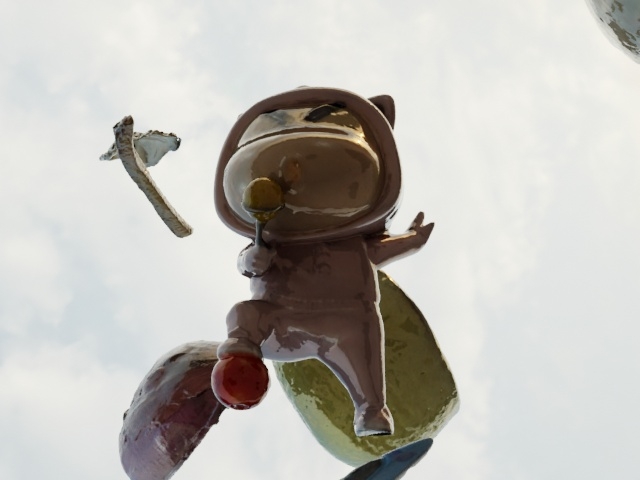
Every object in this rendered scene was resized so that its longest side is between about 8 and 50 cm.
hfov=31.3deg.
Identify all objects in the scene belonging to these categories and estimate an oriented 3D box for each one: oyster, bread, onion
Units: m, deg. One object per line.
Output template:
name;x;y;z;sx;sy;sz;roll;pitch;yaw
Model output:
oyster;-0.246;-0.124;1.554;0.121;0.146;0.045;3;-100;7
bread;0.061;0.193;1.756;0.237;0.320;0.320;-29;-93;-2
onion;-0.179;0.205;1.563;0.120;0.283;0.227;39;-149;-8

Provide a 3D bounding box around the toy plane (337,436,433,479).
toy plane;-0.010;0.232;0.872;0.246;0.169;0.078;-32;-57;-9

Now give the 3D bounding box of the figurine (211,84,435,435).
figurine;0.000;0.000;0.886;0.176;0.186;0.287;4;-112;5

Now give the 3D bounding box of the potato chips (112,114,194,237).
potato chips;-0.183;-0.063;1.233;0.204;0.037;0.026;68;-168;-50

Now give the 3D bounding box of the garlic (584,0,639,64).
garlic;0.288;-0.234;0.872;0.196;0.338;0.151;-8;-136;-20
